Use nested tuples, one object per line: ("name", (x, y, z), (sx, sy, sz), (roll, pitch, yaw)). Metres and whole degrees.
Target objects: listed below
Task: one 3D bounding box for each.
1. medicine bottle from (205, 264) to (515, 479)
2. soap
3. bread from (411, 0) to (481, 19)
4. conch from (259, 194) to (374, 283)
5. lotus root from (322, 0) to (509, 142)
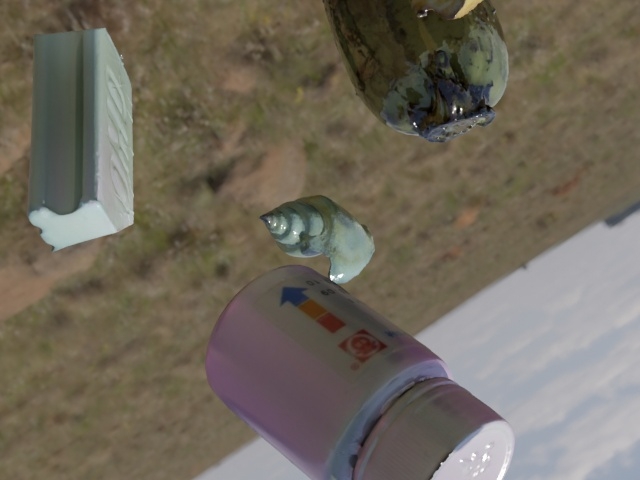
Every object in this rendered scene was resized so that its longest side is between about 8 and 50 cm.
("medicine bottle", (0.030, 0.139, 1.003), (0.152, 0.254, 0.152), (-31, 139, -31))
("soap", (-0.303, -0.123, 1.502), (0.095, 0.289, 0.173), (-9, 150, 4))
("bread", (0.152, -0.319, 1.064), (0.139, 0.143, 0.229), (-28, 159, -51))
("conch", (0.002, -0.007, 1.130), (0.180, 0.088, 0.065), (9, 114, -51))
("lotus root", (0.094, -0.253, 1.243), (0.173, 0.309, 0.173), (-20, 171, -3))
